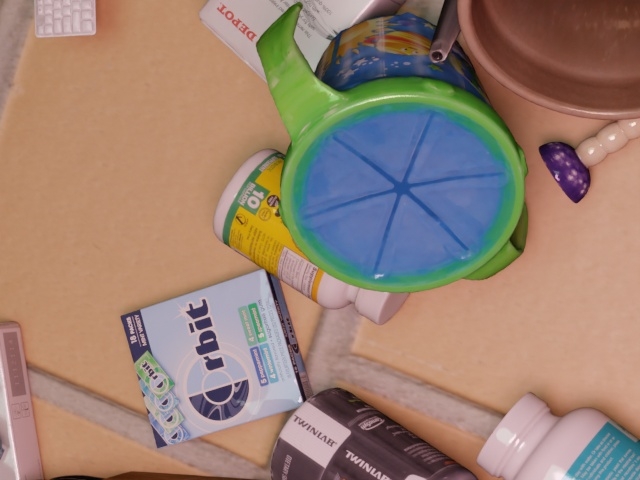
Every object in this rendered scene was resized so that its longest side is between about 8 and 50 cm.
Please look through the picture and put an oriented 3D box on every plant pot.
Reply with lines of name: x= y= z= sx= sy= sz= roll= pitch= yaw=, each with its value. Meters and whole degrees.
plant pot: x=0.279 y=-0.283 z=1.498 sx=0.263 sy=0.263 sz=0.229 roll=2 pitch=51 yaw=19

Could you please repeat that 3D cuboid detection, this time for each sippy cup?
sippy cup: x=0.076 y=-0.105 z=1.564 sx=0.240 sy=0.224 sz=0.305 roll=-8 pitch=127 yaw=5

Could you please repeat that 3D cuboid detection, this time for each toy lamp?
toy lamp: x=0.348 y=-0.142 z=1.568 sx=0.274 sy=0.080 sz=0.080 roll=-35 pitch=79 yaw=15

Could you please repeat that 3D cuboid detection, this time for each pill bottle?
pill bottle: x=0.000 y=0.000 z=1.668 sx=0.208 sy=0.117 sz=0.118 roll=33 pitch=100 yaw=17
pill bottle: x=0.285 y=0.264 z=1.553 sx=0.264 sy=0.146 sz=0.146 roll=37 pitch=101 yaw=15
pill bottle: x=0.076 y=0.260 z=1.603 sx=0.245 sy=0.130 sz=0.130 roll=30 pitch=100 yaw=34

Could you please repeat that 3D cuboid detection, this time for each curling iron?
curling iron: x=0.136 y=-0.244 z=1.566 sx=0.035 sy=0.274 sz=0.068 roll=40 pitch=122 yaw=-18

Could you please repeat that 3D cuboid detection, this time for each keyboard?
keyboard: x=-0.287 y=-0.356 z=1.759 sx=0.072 sy=0.014 sz=0.256 roll=-1 pitch=91 yaw=17

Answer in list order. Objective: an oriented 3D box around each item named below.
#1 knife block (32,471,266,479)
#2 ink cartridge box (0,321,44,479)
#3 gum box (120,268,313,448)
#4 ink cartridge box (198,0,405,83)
knife block: x=-0.189 y=0.307 z=1.763 sx=0.275 sy=0.242 sz=0.088 roll=0 pitch=91 yaw=-26
ink cartridge box: x=-0.458 y=0.262 z=1.856 sx=0.261 sy=0.066 sz=0.296 roll=-11 pitch=86 yaw=18
gum box: x=-0.115 y=0.131 z=1.748 sx=0.184 sy=0.041 sz=0.157 roll=-19 pitch=84 yaw=17
ink cartridge box: x=-0.005 y=-0.268 z=1.686 sx=0.153 sy=0.087 sz=0.208 roll=45 pitch=102 yaw=14
